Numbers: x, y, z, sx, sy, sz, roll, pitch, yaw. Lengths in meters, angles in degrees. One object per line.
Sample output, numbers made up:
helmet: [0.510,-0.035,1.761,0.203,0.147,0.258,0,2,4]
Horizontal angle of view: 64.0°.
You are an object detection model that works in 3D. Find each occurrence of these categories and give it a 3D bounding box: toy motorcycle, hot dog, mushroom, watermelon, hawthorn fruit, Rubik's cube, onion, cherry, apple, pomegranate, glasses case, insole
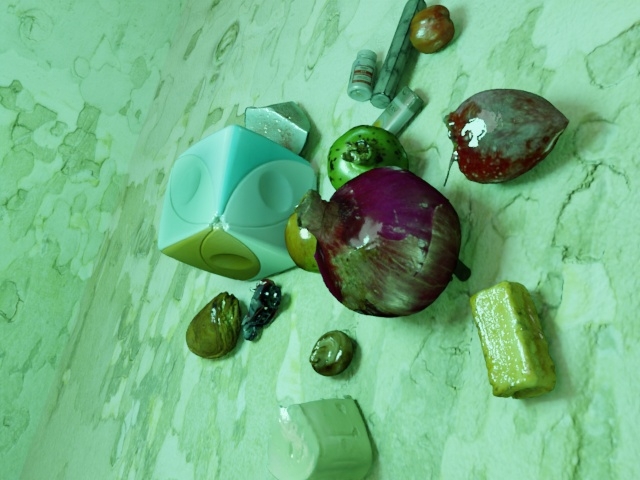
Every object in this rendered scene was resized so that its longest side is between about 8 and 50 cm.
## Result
toy motorcycle: [-0.184,0.199,1.533,0.213,0.082,0.122,-55,33,26]
hot dog: [-0.340,0.276,1.644,0.272,0.122,0.196,-45,40,47]
mushroom: [0.028,0.279,1.255,0.126,0.085,0.109,-11,28,48]
watermelon: [-0.158,-0.351,1.682,0.290,0.214,0.319,17,72,49]
hawthorn fruit: [0.296,-0.563,1.361,0.128,0.128,0.128,-25,54,39]
Rubik's cube: [-0.246,-0.097,1.543,0.347,0.352,0.351,-19,55,43]
onion: [0.097,-0.014,1.085,0.348,0.385,0.347,-30,49,42]
cherry: [0.375,-0.214,1.042,0.250,0.175,0.192,-8,75,45]
apple: [0.000,0.000,1.347,0.196,0.196,0.195,-25,54,39]
pomegranate: [0.114,-0.195,1.279,0.211,0.263,0.210,-2,79,11]
glasses case: [0.220,-0.528,1.447,0.114,0.060,0.299,163,128,-81]
insole: [0.288,0.046,1.142,0.045,0.002,0.135,-54,41,15]

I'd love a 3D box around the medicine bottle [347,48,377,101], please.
medicine bottle: [0.129,-0.497,1.539,0.079,0.079,0.140,-5,67,47]

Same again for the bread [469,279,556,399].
bread: [0.350,0.181,0.938,0.114,0.083,0.210,-33,49,41]

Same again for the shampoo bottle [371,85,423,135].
shampoo bottle: [0.181,-0.313,1.403,0.227,0.056,0.086,-47,38,21]

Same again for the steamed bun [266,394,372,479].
steamed bun: [-0.020,0.439,1.111,0.170,0.226,0.200,-43,46,25]
